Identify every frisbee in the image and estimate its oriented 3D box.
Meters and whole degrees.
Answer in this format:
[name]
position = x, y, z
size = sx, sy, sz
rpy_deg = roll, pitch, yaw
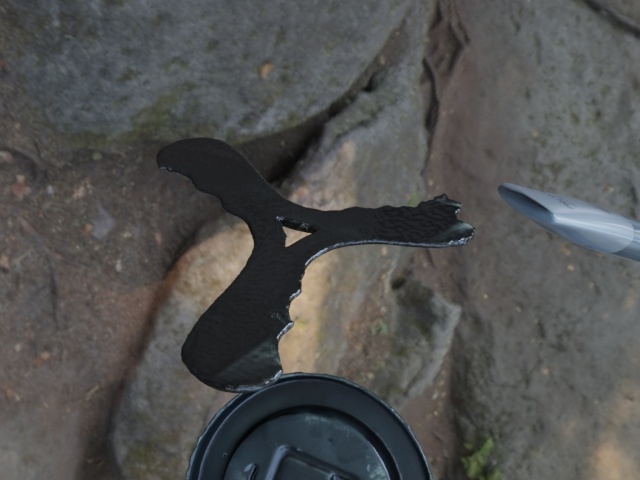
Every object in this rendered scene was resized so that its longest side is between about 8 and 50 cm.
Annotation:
[frisbee]
position = 0.000, 0.000, 0.500
size = 0.187, 0.211, 0.012
rpy_deg = -3, 133, -8

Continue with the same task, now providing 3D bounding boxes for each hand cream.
[hand cream]
position = 0.284, -0.016, 0.904
size = 0.255, 0.079, 0.048
rpy_deg = 14, 103, -41

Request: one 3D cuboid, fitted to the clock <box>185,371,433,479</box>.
[clock]
position = -0.012, 0.283, 0.935
size = 0.281, 0.280, 0.055
rpy_deg = -54, 166, 1
